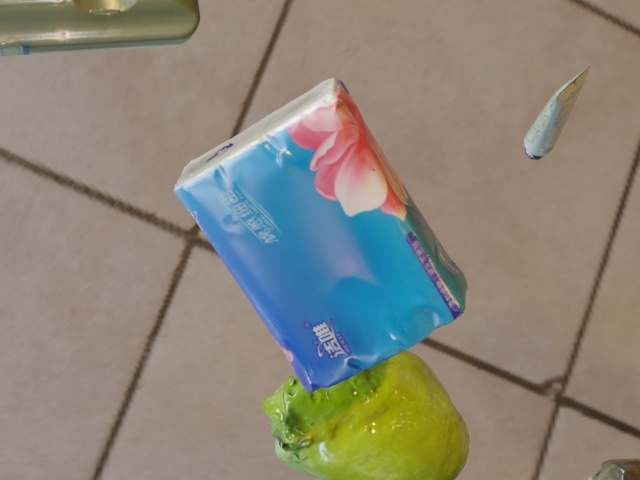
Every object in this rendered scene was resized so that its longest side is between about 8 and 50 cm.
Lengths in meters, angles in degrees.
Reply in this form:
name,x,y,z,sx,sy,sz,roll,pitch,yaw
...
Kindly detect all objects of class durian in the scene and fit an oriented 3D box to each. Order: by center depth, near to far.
name,x,y,z,sx,sy,sz,roll,pitch,yaw
durian,0.065,0.235,1.725,0.339,0.256,0.204,18,73,-19

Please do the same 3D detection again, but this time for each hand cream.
name,x,y,z,sx,sy,sz,roll,pitch,yaw
hand cream,0.312,-0.167,1.752,0.067,0.194,0.042,-36,73,-21

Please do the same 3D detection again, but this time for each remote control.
name,x,y,z,sx,sy,sz,roll,pitch,yaw
remote control,-0.285,-0.249,1.281,0.335,0.065,0.128,-7,80,-22

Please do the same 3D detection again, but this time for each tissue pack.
name,x,y,z,sx,sy,sz,roll,pitch,yaw
tissue pack,0.000,0.000,1.346,0.209,0.137,0.270,-27,106,18

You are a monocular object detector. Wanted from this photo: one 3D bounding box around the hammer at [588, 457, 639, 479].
name,x,y,z,sx,sy,sz,roll,pitch,yaw
hammer,0.279,0.140,0.788,0.297,0.125,0.027,5,92,-30
